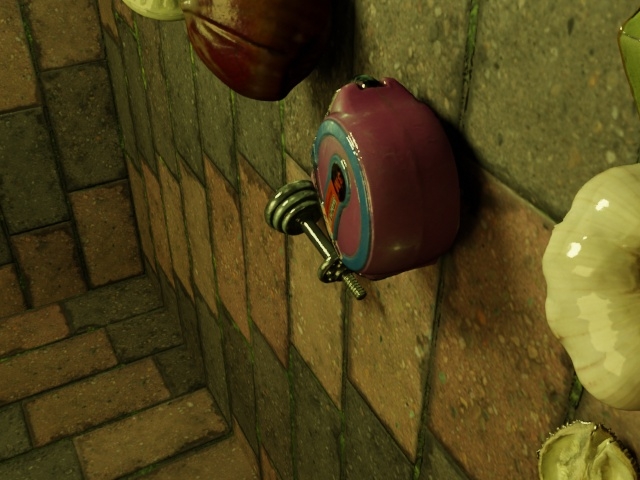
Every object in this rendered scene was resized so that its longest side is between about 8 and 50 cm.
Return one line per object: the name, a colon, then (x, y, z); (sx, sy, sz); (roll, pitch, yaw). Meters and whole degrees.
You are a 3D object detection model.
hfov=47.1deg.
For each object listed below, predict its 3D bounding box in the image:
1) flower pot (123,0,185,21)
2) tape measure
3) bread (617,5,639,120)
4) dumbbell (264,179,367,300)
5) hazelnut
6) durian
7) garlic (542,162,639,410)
flower pot: (-0.276, -0.531, 1.248); (0.244, 0.307, 0.308); (93, 153, -69)
tape measure: (0.078, -0.079, 0.932); (0.231, 0.149, 0.245); (109, 145, -60)
bread: (0.291, -0.125, 0.559); (0.139, 0.084, 0.074); (50, 176, -41)
dumbbell: (0.000, 0.000, 1.229); (0.254, 0.110, 0.110); (52, 151, 27)
hazelnut: (-0.091, -0.319, 1.053); (0.229, 0.229, 0.230); (48, 148, 45)
durian: (0.287, 0.257, 0.768); (0.110, 0.071, 0.140); (3, 86, 52)
garlic: (0.276, 0.035, 0.581); (0.199, 0.199, 0.226); (68, -169, 11)
